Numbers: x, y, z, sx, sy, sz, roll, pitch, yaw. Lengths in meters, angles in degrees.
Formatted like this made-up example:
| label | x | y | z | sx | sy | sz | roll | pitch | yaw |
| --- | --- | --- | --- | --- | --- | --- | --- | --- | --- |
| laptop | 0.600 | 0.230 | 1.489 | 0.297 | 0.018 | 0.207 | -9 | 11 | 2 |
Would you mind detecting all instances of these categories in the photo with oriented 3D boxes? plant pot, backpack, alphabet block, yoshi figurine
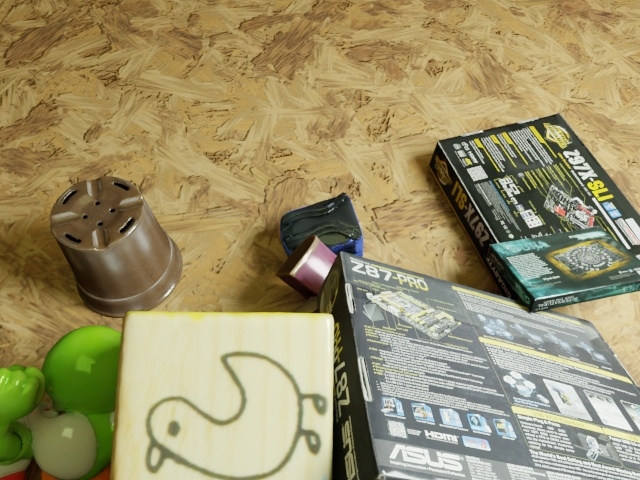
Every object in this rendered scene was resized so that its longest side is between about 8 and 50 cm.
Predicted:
| label | x | y | z | sx | sy | sz | roll | pitch | yaw |
| --- | --- | --- | --- | --- | --- | --- | --- | --- | --- |
| plant pot | -0.304 | 0.004 | 0.763 | 0.166 | 0.165 | 0.167 | 1 | 58 | -1 |
| backpack | 0.000 | 0.000 | 0.815 | 0.120 | 0.101 | 0.098 | -14 | 51 | -5 |
| alphabet block | -0.089 | 0.175 | 0.518 | 0.192 | 0.193 | 0.197 | 1 | 79 | -8 |
| yoshi figurine | -0.371 | 0.195 | 0.617 | 0.362 | 0.203 | 0.204 | -4 | 38 | -17 |

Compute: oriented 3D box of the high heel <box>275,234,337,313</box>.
| label | x | y | z | sx | sy | sz | roll | pitch | yaw |
| --- | --- | --- | --- | --- | --- | --- | --- | --- | --- |
| high heel | -0.049 | 0.186 | 0.705 | 0.181 | 0.127 | 0.377 | 42 | 78 | -16 |

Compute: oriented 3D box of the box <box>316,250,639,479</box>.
| label | x | y | z | sx | sy | sz | roll | pitch | yaw |
| --- | --- | --- | --- | --- | --- | --- | --- | --- | --- |
| box | 0.199 | 0.177 | 0.578 | 0.394 | 0.097 | 0.318 | 16 | 32 | -15 |

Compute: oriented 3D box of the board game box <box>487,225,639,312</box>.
| label | x | y | z | sx | sy | sz | roll | pitch | yaw |
| --- | --- | --- | --- | --- | --- | --- | --- | --- | --- |
| board game box | 0.353 | 0.036 | 0.736 | 0.186 | 0.026 | 0.126 | -9 | 37 | -9 |

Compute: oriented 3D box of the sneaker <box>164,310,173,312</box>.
| label | x | y | z | sx | sy | sz | roll | pitch | yaw |
| --- | --- | --- | --- | --- | --- | --- | --- | --- | --- |
| sneaker | -0.208 | 0.150 | 0.746 | 0.040 | 0.044 | 0.109 | -25 | 63 | -19 |

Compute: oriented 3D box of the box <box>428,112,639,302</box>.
| label | x | y | z | sx | sy | sz | roll | pitch | yaw |
| --- | --- | --- | --- | --- | --- | --- | --- | --- | --- |
| box | 0.370 | -0.062 | 0.885 | 0.257 | 0.079 | 0.322 | -14 | 59 | -13 |
